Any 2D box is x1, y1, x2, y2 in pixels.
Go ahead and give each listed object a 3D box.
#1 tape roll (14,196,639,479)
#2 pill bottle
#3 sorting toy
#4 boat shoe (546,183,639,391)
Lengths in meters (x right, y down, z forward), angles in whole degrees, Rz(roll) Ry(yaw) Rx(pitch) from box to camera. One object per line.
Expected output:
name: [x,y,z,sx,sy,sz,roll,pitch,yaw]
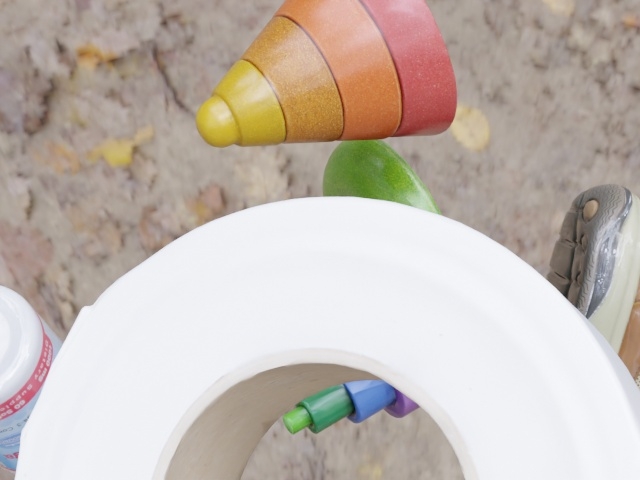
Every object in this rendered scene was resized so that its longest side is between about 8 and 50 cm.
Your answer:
tape roll: [0.009,0.126,0.663,0.286,0.100,0.286,-3,79,18]
pill bottle: [-0.196,0.101,0.985,0.087,0.160,0.087,-7,59,12]
sorting toy: [0.000,0.000,0.892,0.126,0.365,0.127,-28,50,-19]
boat shoe: [0.191,0.124,0.981,0.120,0.324,0.122,9,27,-5]
